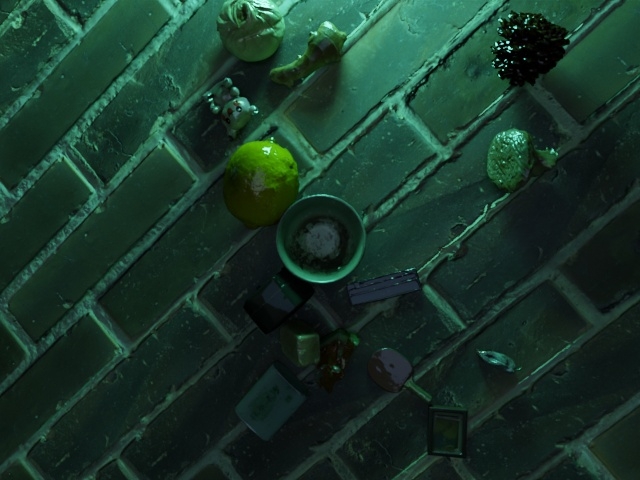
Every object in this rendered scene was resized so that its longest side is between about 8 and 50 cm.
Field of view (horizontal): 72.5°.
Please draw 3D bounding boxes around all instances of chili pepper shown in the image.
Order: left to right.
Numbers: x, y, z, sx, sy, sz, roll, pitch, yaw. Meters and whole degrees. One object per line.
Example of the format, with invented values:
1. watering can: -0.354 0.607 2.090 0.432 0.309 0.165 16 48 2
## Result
1. chili pepper: 0.587 0.398 1.439 0.153 0.041 0.050 25 54 7

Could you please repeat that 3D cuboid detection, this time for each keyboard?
1. keyboard: 0.216 0.163 1.498 0.250 0.017 0.087 -15 89 9

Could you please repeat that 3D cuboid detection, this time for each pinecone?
1. pinecone: 0.614 -0.570 1.311 0.221 0.221 0.222 0 93 9

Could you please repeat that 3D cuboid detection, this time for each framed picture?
1. framed picture: 0.430 0.649 1.483 0.127 0.023 0.169 2 93 9

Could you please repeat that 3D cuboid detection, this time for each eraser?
1. eraser: -0.173 0.568 1.546 0.174 0.081 0.227 41 99 6

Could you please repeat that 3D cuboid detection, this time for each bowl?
1. bowl: 0.000 0.000 1.447 0.289 0.146 0.289 0 86 -2

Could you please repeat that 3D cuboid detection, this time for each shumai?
1. shumai: 0.628 -0.245 1.364 0.152 0.161 0.210 3 60 -19

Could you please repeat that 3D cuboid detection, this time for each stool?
1. stool: -0.141 0.196 1.458 0.232 0.232 0.141 -43 84 8

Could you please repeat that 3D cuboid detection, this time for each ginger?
1. ginger: -0.046 -0.621 1.472 0.294 0.086 0.131 -25 111 14

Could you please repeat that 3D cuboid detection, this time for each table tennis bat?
1. table tennis bat: 0.274 0.473 1.504 0.246 0.022 0.138 37 98 8

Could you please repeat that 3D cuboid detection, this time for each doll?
1. doll: -0.312 -0.463 1.514 0.149 0.095 0.192 -35 89 15

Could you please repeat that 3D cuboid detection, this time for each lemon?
1. lemon: -0.194 -0.183 1.430 0.260 0.260 0.284 -9 94 9

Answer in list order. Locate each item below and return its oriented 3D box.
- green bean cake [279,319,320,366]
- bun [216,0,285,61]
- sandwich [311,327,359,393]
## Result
1. green bean cake: -0.071 0.344 1.469 0.085 0.179 0.109 -5 99 -25
2. bun: -0.241 -0.727 1.467 0.229 0.145 0.230 0 90 7
3. sandwich: 0.041 0.395 1.468 0.109 0.160 0.185 40 106 -14
